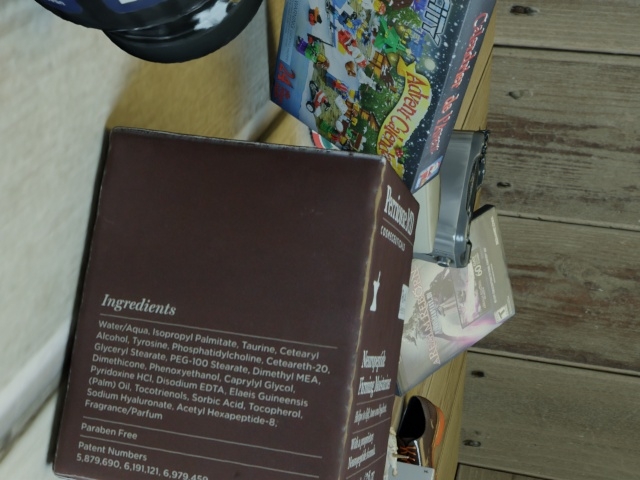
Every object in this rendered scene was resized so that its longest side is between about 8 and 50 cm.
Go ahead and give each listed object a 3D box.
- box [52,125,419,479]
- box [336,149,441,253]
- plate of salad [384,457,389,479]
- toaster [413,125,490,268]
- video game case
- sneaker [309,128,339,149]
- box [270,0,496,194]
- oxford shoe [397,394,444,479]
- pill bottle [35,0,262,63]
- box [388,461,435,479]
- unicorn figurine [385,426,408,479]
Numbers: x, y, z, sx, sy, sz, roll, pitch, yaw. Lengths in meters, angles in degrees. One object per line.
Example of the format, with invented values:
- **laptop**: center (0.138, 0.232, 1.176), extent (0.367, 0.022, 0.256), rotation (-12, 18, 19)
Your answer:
- **box**: center (-0.040, 0.053, 0.591), extent (0.168, 0.167, 0.203), rotation (28, 70, -75)
- **box**: center (0.085, -0.102, 1.141), extent (0.275, 0.113, 0.094), rotation (80, 21, -54)
- **plate of salad**: center (0.050, 0.238, 1.229), extent (0.200, 0.048, 0.200), rotation (-13, 90, -79)
- **toaster**: center (0.155, -0.075, 1.359), extent (0.129, 0.146, 0.227), rotation (62, 38, -68)
- **video game case**: center (0.190, 0.088, 1.451), extent (0.274, 0.026, 0.196), rotation (-30, 116, -32)
- **sneaker**: center (0.023, -0.137, 0.938), extent (0.161, 0.075, 0.057), rotation (67, 33, -65)
- **box**: center (0.044, -0.165, 0.732), extent (0.044, 0.159, 0.233), rotation (-37, 153, -35)
- **oxford shoe**: center (0.179, 0.443, 1.901), extent (0.098, 0.096, 0.271), rotation (47, 44, -47)
- **pill bottle**: center (-0.090, -0.159, 0.370), extent (0.219, 0.122, 0.123), rotation (56, 43, -71)
- **box**: center (0.153, 0.469, 1.739), extent (0.087, 0.101, 0.101), rotation (79, 23, -57)
- **unicorn figurine**: center (0.111, 0.374, 1.631), extent (0.162, 0.060, 0.111), rotation (-92, -177, -70)
